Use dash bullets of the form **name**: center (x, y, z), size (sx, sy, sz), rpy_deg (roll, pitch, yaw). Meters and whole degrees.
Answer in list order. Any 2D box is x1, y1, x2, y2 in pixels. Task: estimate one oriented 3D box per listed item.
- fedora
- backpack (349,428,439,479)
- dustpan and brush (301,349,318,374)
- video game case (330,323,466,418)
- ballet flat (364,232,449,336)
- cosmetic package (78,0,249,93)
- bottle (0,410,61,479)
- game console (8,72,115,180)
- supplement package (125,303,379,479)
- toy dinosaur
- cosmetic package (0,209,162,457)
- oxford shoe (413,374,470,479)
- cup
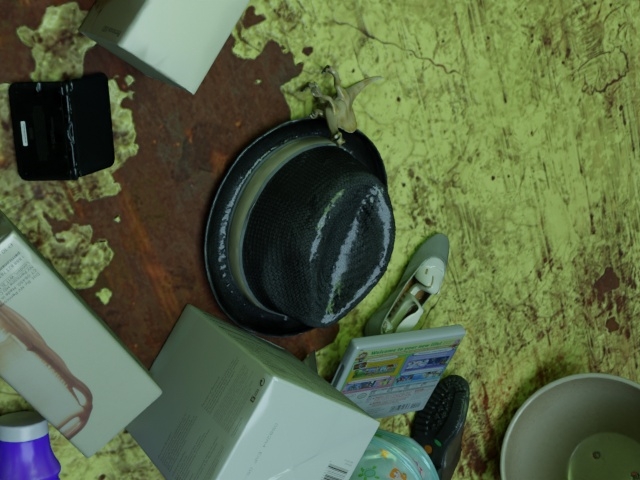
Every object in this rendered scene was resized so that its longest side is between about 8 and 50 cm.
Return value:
- **fedora**: center (0.000, 0.000, 1.364), size (0.334, 0.152, 0.334), rpy_deg (-11, 112, -29)
- **backpack**: center (0.073, 0.399, 1.513), size (0.191, 0.225, 0.253), rpy_deg (-52, 129, -32)
- **dustpan and brush**: center (-0.048, 0.286, 1.475), size (0.060, 0.147, 0.211), rpy_deg (33, 114, -24)
- **video game case**: center (0.110, 0.216, 1.547), size (0.212, 0.023, 0.193), rpy_deg (-4, 133, -31)
- **ballet flat**: center (0.154, 0.086, 1.545), size (0.072, 0.068, 0.213), rpy_deg (41, 83, -35)
- **cosmetic package**: center (-0.142, -0.342, 1.148), size (0.113, 0.160, 0.309), rpy_deg (32, 87, -35)
- **bottle**: center (-0.387, 0.368, 1.275), size (0.118, 0.092, 0.282), rpy_deg (-8, 102, -39)
- **game console**: center (-0.317, -0.141, 1.199), size (0.107, 0.071, 0.122), rpy_deg (-1, 110, -1)
- **supplement package**: center (-0.101, 0.247, 1.320), size (0.198, 0.263, 0.199), rpy_deg (29, 90, -36)
- **toy dinosaur**: center (0.024, -0.196, 1.364), size (0.092, 0.053, 0.183), rpy_deg (45, 43, -18)
- **cosmetic package**: center (-0.346, 0.108, 1.186), size (0.129, 0.153, 0.296), rpy_deg (-43, 123, -11)
- **oxford shoe**: center (0.209, 0.338, 1.678), size (0.096, 0.083, 0.227), rpy_deg (10, 101, -57)
- **cup**: center (0.518, 0.426, 1.778), size (0.331, 0.331, 0.237), rpy_deg (-58, 151, -2)
